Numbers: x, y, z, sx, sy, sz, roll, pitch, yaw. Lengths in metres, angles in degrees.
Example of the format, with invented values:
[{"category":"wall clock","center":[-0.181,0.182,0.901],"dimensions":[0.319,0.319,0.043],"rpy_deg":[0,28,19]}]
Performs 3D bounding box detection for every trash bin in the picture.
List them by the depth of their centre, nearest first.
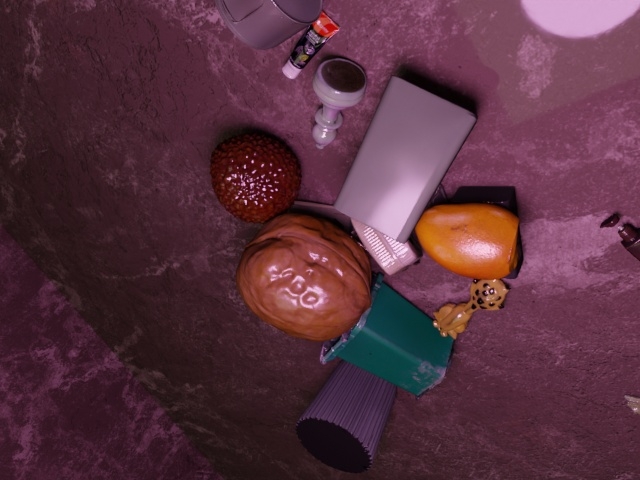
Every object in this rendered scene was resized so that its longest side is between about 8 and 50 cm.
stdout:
[{"category":"trash bin","center":[0.196,-0.189,1.345],"dimensions":[0.222,0.158,0.344],"rpy_deg":[29,99,10]},{"category":"trash bin","center":[0.443,-0.026,1.480],"dimensions":[0.165,0.115,0.226],"rpy_deg":[4,122,31]},{"category":"trash bin","center":[0.217,0.323,1.784],"dimensions":[0.381,0.295,0.259],"rpy_deg":[31,136,-1]}]

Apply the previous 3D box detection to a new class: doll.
[{"category":"doll","center":[0.450,0.200,1.665],"dimensions":[0.117,0.086,0.291],"rpy_deg":[52,133,14]}]

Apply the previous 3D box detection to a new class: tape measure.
[{"category":"tape measure","center":[0.177,-0.014,1.577],"dimensions":[0.133,0.271,0.231],"rpy_deg":[-36,79,14]}]

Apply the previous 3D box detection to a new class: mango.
[{"category":"mango","center":[0.357,-0.002,1.385],"dimensions":[0.256,0.138,0.187],"rpy_deg":[6,110,24]}]

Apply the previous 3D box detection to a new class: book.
[{"category":"book","center":[0.000,0.000,1.806],"dimensions":[0.214,0.025,0.283],"rpy_deg":[7,128,9]}]

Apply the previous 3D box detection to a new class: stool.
[{"category":"stool","center":[0.111,0.626,2.047],"dimensions":[0.297,0.330,0.297],"rpy_deg":[17,132,20]}]

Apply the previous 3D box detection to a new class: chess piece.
[{"category":"chess piece","center":[0.027,-0.340,1.491],"dimensions":[0.139,0.139,0.272],"rpy_deg":[31,146,7]}]

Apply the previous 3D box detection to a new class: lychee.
[{"category":"lychee","center":[-0.196,-0.184,1.647],"dimensions":[0.275,0.304,0.276],"rpy_deg":[-2,85,24]}]

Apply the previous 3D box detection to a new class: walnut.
[{"category":"walnut","center":[-0.040,0.106,1.589],"dimensions":[0.397,0.354,0.308],"rpy_deg":[28,147,7]}]

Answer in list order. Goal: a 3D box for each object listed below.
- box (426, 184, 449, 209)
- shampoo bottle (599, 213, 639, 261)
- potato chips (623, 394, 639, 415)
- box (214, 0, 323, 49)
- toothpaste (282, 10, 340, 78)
[{"category":"box","center":[0.311,-0.084,1.531],"dimensions":[0.062,0.089,0.122],"rpy_deg":[-1,123,46]},{"category":"shampoo bottle","center":[0.784,0.024,1.333],"dimensions":[0.236,0.067,0.068],"rpy_deg":[41,126,-2]},{"category":"potato chips","center":[0.991,0.502,1.607],"dimensions":[0.207,0.028,0.092],"rpy_deg":[7,126,26]},{"category":"box","center":[-0.123,-0.582,1.303],"dimensions":[0.149,0.226,0.226],"rpy_deg":[-16,115,39]},{"category":"toothpaste","center":[-0.032,-0.506,1.442],"dimensions":[0.071,0.045,0.193],"rpy_deg":[44,129,-6]}]
